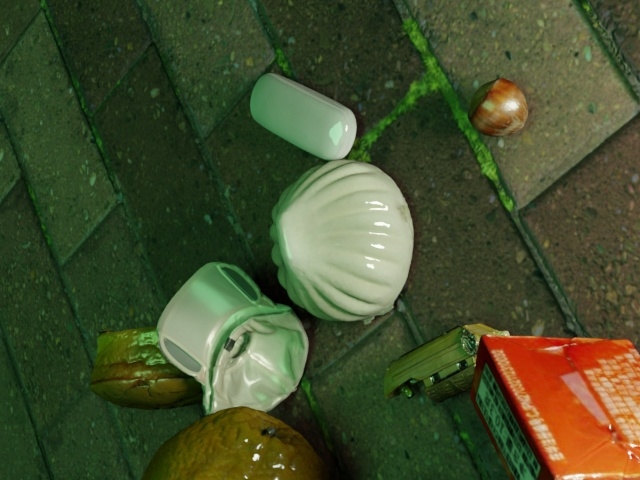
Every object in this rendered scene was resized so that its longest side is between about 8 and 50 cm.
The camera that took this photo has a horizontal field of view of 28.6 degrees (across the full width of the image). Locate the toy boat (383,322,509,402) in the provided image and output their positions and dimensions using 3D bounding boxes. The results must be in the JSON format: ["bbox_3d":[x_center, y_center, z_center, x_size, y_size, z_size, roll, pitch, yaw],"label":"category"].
[{"bbox_3d":[0.179,0.186,1.828,0.226,0.068,0.088,-34,72,38],"label":"toy boat"}]

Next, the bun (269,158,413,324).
[{"bbox_3d":[0.000,0.000,1.935,0.263,0.175,0.263,-4,85,45],"label":"bun"}]

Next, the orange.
[{"bbox_3d":[-0.140,0.434,1.962,0.322,0.322,0.357,39,118,38],"label":"orange"}]

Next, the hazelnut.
[{"bbox_3d":[0.252,-0.185,1.763,0.086,0.086,0.086,-1,88,45],"label":"hazelnut"}]

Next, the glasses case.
[{"bbox_3d":[-0.031,-0.202,2.046,0.233,0.059,0.092,30,108,41],"label":"glasses case"}]

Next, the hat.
[{"bbox_3d":[-0.148,0.164,2.085,0.219,0.164,0.226,-48,55,1],"label":"hat"}]

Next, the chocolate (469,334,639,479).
[{"bbox_3d":[0.320,0.230,1.548,0.237,0.235,0.108,-113,36,-43],"label":"chocolate"}]

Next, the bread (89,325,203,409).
[{"bbox_3d":[-0.280,0.224,2.192,0.270,0.195,0.142,-12,72,35],"label":"bread"}]
